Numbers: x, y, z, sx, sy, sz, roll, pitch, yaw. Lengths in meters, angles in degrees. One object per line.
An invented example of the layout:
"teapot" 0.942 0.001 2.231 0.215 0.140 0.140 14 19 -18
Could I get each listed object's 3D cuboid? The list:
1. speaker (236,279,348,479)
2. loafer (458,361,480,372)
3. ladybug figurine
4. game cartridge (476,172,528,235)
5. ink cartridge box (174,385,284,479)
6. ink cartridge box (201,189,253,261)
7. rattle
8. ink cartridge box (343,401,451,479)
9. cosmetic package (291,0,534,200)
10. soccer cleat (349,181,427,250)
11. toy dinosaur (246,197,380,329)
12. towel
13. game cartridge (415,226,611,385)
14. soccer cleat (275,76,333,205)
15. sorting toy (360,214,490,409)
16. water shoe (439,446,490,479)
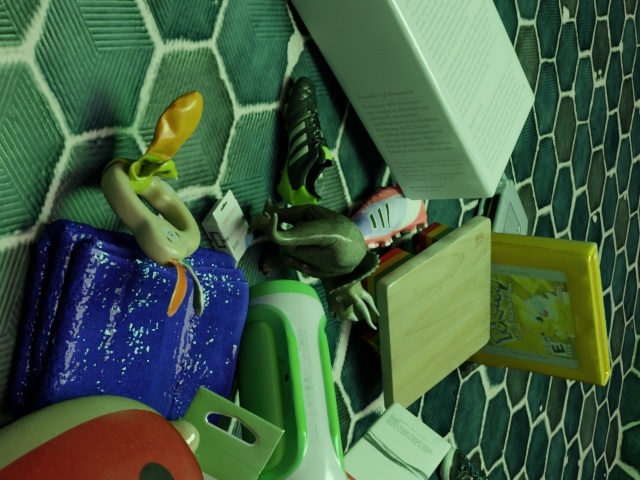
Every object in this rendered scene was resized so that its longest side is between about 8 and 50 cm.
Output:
"speaker" -0.040 0.202 1.189 0.131 0.131 0.297 43 33 -53
"loafer" 0.323 0.226 1.953 0.170 0.062 0.061 -37 130 -49
"ladybug figurine" -0.249 0.332 0.866 0.449 0.161 0.305 -50 131 -30
"game cartridge" 0.360 0.034 1.970 0.196 0.060 0.294 53 45 -42
"ink cartridge box" -0.138 0.267 1.070 0.209 0.109 0.062 -60 -174 2
"ink cartridge box" -0.119 -0.019 1.213 0.048 0.028 0.083 -60 141 -37
"rattle" -0.135 -0.035 1.002 0.142 0.200 0.130 -33 135 0
"ink cartridge box" 0.053 0.381 1.384 0.273 0.114 0.197 -33 155 -58
"cosmetic package" 0.140 -0.294 1.419 0.453 0.161 0.230 56 49 -36
"soccer cleat" 0.090 -0.039 1.523 0.248 0.083 0.095 -20 91 -55
"toy dinosaur" 0.000 0.000 1.256 0.313 0.160 0.121 76 27 -65
"towel" -0.192 0.107 1.067 0.308 0.076 0.228 16 80 -58
"game cartridge" 0.334 0.114 1.699 0.053 0.323 0.285 -49 134 -43
"soccer cleat" -0.015 -0.135 1.325 0.060 0.072 0.179 7 89 -59
"sorting toy" 0.169 0.110 1.601 0.257 0.089 0.256 -31 129 -35
"water shoe" 0.301 0.471 1.932 0.203 0.080 0.073 53 50 -48
